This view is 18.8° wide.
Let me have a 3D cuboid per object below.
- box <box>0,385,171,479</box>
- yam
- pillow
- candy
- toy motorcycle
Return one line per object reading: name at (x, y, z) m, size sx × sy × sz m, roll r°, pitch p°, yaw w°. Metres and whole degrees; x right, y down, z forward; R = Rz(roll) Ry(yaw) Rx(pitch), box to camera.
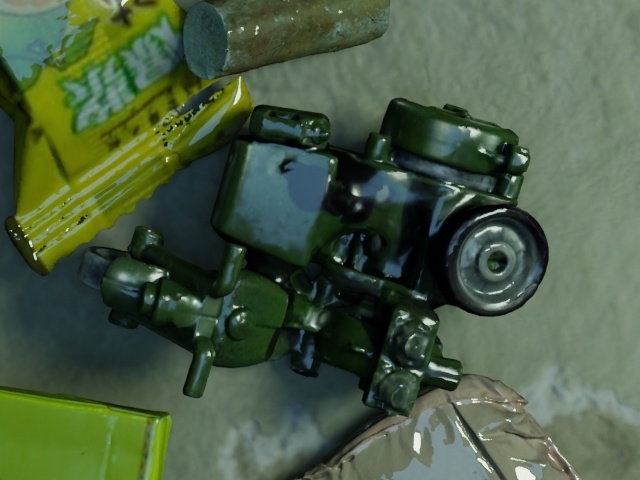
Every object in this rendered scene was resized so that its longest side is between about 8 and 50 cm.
box at (-0.270, 0.171, 1.192) m, size 0.335 × 0.047 × 0.187 m, roll 9°, pitch 88°, yaw 6°
yam at (-0.021, -0.138, 1.208) m, size 0.132 × 0.054 × 0.054 m, roll -18°, pitch 99°, yaw -32°
pillow at (0.116, 0.218, 1.276) m, size 0.173 × 0.067 × 0.270 m, roll -37°, pitch 98°, yaw 3°
candy at (-0.177, -0.148, 1.192) m, size 0.187 × 0.081 × 0.297 m, roll -34°, pitch 107°, yaw -7°
toy motorcycle at (0.000, 0.000, 1.207) m, size 0.275 × 0.127 × 0.205 m, roll 15°, pitch 97°, yaw -14°
